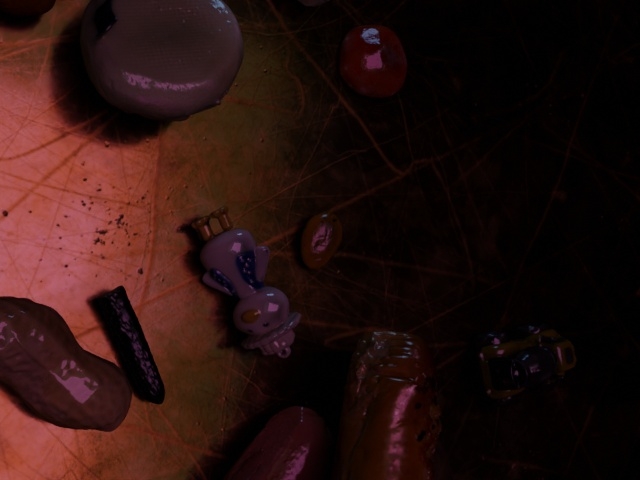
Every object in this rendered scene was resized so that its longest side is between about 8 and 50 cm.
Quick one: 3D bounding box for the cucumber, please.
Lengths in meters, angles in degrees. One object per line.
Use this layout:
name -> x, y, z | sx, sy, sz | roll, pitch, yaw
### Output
cucumber -> -0.314, 0.180, 1.669 | 0.052, 0.058, 0.215 | -29, 102, -35

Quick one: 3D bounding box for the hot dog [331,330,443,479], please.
hot dog -> 0.124, 0.347, 1.757 | 0.196, 0.367, 0.366 | 4, 70, 4

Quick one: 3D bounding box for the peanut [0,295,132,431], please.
peanut -> -0.431, 0.196, 1.559 | 0.313, 0.149, 0.149 | 44, 66, -18

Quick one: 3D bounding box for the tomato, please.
tomato -> 0.116, -0.363, 1.962 | 0.155, 0.069, 0.156 | 4, 82, -29

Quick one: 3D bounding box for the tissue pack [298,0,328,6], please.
tissue pack -> -0.024, -0.601, 1.900 | 0.177, 0.089, 0.263 | 30, 68, -25

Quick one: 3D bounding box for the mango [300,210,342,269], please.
mango -> 0.000, 0.000, 1.867 | 0.079, 0.057, 0.114 | 22, 82, -30

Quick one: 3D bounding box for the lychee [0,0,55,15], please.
lychee -> -0.473, -0.428, 1.612 | 0.140, 0.101, 0.114 | -35, 96, 4

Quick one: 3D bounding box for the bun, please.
bun -> -0.275, -0.313, 1.687 | 0.283, 0.179, 0.283 | 9, 62, -17

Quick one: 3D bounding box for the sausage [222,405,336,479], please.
sausage -> -0.082, 0.420, 1.721 | 0.152, 0.152, 0.280 | 47, 64, -17

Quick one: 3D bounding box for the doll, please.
doll -> -0.130, 0.082, 1.750 | 0.138, 0.119, 0.293 | -25, 99, 14

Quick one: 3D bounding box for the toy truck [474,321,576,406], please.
toy truck -> 0.430, 0.250, 2.016 | 0.224, 0.165, 0.147 | -11, 89, -30
